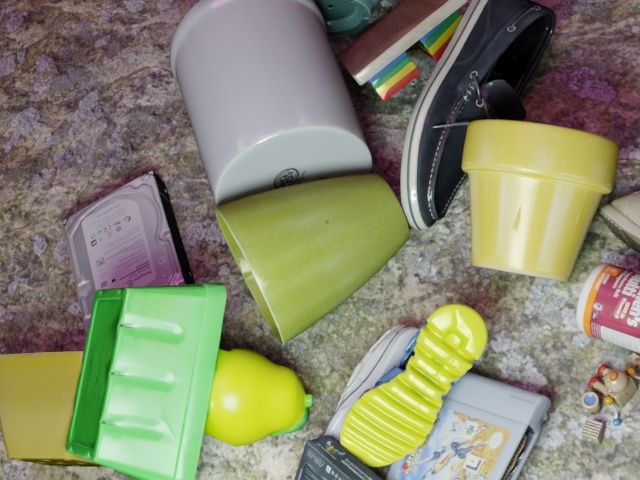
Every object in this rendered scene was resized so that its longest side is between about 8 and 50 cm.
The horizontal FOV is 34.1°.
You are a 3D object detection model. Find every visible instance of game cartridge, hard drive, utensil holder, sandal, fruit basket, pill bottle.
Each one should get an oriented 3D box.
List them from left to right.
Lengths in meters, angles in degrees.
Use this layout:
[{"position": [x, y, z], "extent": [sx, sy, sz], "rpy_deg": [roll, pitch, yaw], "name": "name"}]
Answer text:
[{"position": [-0.398, 0.039, 2.149], "extent": [0.237, 0.064, 0.339], "rpy_deg": [-28, 54, 9], "name": "hard drive"}, {"position": [-0.218, 0.257, 1.823], "extent": [0.283, 0.392, 0.392], "rpy_deg": [-7, 53, 59], "name": "fruit basket"}, {"position": [-0.100, -0.253, 2.017], "extent": [0.328, 0.327, 0.385], "rpy_deg": [-25, 55, 10], "name": "utensil holder"}, {"position": [0.154, 0.235, 1.685], "extent": [0.126, 0.138, 0.317], "rpy_deg": [42, 97, 4], "name": "sandal"}, {"position": [0.216, 0.349, 1.643], "extent": [0.198, 0.062, 0.297], "rpy_deg": [15, 65, 41], "name": "game cartridge"}, {"position": [0.521, 0.121, 1.614], "extent": [0.221, 0.121, 0.121], "rpy_deg": [19, 71, 34], "name": "pill bottle"}]

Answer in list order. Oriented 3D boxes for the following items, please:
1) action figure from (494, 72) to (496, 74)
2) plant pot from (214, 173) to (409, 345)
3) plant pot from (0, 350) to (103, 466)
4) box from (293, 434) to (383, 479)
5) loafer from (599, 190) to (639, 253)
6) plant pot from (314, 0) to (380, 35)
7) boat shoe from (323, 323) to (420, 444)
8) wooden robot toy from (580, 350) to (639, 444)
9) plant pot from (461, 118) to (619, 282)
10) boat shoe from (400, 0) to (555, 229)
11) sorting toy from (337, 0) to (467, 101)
[{"position": [0.326, -0.310, 2.028], "extent": [0.115, 0.030, 0.038], "rpy_deg": [8, 62, 27], "name": "action figure"}, {"position": [0.000, 0.000, 1.877], "extent": [0.294, 0.274, 0.274], "rpy_deg": [-27, 52, -8], "name": "plant pot"}, {"position": [-0.470, 0.321, 1.938], "extent": [0.212, 0.212, 0.187], "rpy_deg": [-5, 72, 24], "name": "plant pot"}, {"position": [0.047, 0.446, 1.631], "extent": [0.233, 0.059, 0.183], "rpy_deg": [34, 116, 37], "name": "box"}, {"position": [0.566, 0.001, 1.677], "extent": [0.092, 0.102, 0.268], "rpy_deg": [-45, 52, 3], "name": "loafer"}, {"position": [0.020, -0.552, 2.176], "extent": [0.293, 0.293, 0.196], "rpy_deg": [-6, 71, 23], "name": "plant pot"}, {"position": [0.084, 0.254, 1.771], "extent": [0.267, 0.096, 0.088], "rpy_deg": [-58, 26, -8], "name": "boat shoe"}, {"position": [0.447, 0.226, 1.614], "extent": [0.076, 0.079, 0.173], "rpy_deg": [32, 78, 36], "name": "wooden robot toy"}, {"position": [0.349, -0.061, 1.731], "extent": [0.254, 0.254, 0.238], "rpy_deg": [11, 90, 31], "name": "plant pot"}, {"position": [0.286, -0.243, 1.901], "extent": [0.156, 0.187, 0.500], "rpy_deg": [18, 74, 29], "name": "boat shoe"}, {"position": [0.174, -0.391, 2.055], "extent": [0.255, 0.089, 0.257], "rpy_deg": [-38, 18, 7], "name": "sorting toy"}]
